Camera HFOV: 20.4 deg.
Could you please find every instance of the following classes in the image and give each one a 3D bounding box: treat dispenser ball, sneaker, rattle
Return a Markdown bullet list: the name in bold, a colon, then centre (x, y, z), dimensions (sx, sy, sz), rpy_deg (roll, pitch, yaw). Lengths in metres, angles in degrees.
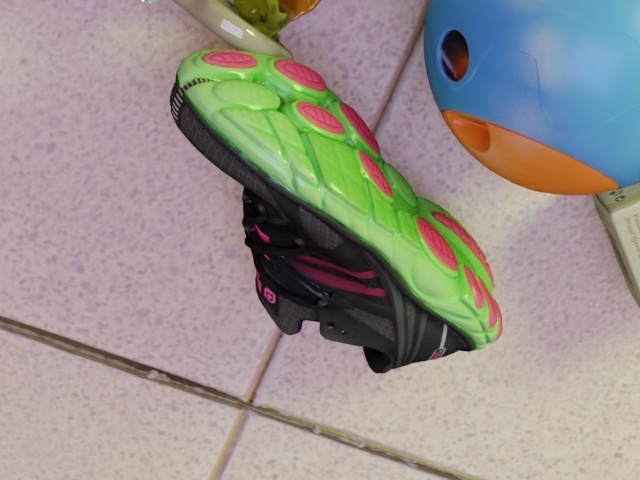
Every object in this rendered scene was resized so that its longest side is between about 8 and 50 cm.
- **treat dispenser ball**: centre (0.241, -0.186, 1.678), dimensions (0.288, 0.288, 0.288), rpy_deg (-3, 113, -6)
- **sneaker**: centre (0.000, 0.000, 1.742), dimensions (0.202, 0.185, 0.483), rpy_deg (-30, 131, 18)
- **rattle**: centre (-0.086, -0.255, 1.687), dimensions (0.199, 0.130, 0.143), rpy_deg (35, 114, -30)

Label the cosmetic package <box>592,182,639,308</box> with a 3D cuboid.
- **cosmetic package**: centre (0.454, -0.046, 1.860), dimensions (0.309, 0.113, 0.160), rpy_deg (-24, 113, 4)
